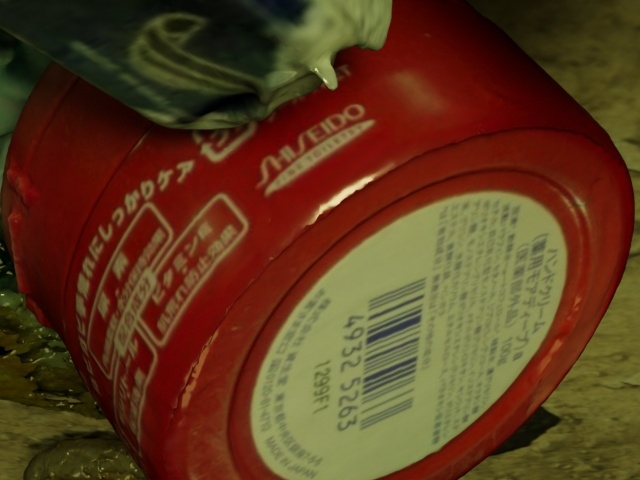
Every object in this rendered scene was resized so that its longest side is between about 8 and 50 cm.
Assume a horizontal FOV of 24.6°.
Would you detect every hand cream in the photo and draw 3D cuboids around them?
[{"bbox_3d":[0.000,0.000,0.584,0.230,0.149,0.230,-22,139,-20],"label":"hand cream"}]

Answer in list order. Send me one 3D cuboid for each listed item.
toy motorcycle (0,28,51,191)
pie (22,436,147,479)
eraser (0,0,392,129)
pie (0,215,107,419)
[{"bbox_3d":[-0.171,-0.096,0.549,0.206,0.154,0.260,-40,141,24],"label":"toy motorcycle"},{"bbox_3d":[-0.157,0.218,1.266,0.195,0.046,0.195,2,153,1],"label":"pie"},{"bbox_3d":[-0.108,-0.160,0.379,0.101,0.155,0.332,-17,147,38],"label":"eraser"},{"bbox_3d":[-0.069,0.037,0.862,0.371,0.078,0.296,-18,147,36],"label":"pie"}]
